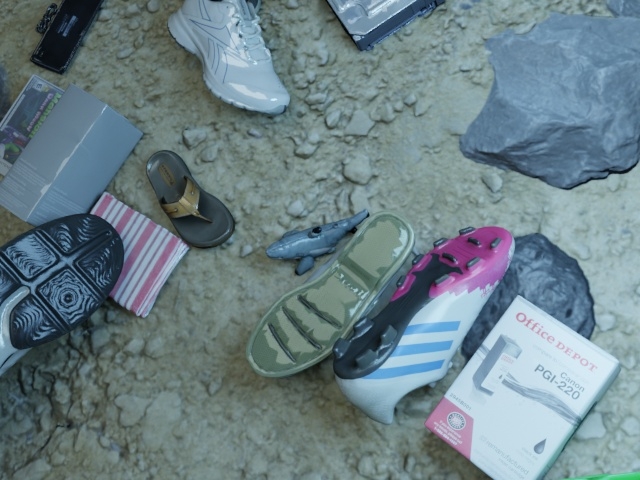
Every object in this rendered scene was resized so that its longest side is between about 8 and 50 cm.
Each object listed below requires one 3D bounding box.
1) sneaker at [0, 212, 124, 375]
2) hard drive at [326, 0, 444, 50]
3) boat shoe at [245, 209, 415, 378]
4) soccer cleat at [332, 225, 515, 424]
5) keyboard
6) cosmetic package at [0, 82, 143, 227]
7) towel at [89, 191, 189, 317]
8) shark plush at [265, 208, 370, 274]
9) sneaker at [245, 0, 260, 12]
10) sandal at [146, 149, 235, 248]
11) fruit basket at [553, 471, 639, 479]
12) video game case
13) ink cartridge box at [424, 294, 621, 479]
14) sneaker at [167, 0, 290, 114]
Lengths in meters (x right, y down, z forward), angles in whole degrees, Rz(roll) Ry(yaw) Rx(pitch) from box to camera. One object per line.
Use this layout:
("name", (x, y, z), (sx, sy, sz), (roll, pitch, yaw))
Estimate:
("sneaker", (-0.523, 0.125, 1.361), (0.447, 0.257, 0.169), (-46, 107, -25))
("hard drive", (0.077, -0.506, 1.420), (0.237, 0.064, 0.338), (-32, 72, 7))
("boat shoe", (0.024, 0.087, 1.238), (0.302, 0.103, 0.113), (-42, 78, 1))
("soccer cleat", (0.155, 0.115, 1.194), (0.331, 0.143, 0.116), (-40, 31, -18))
("keyboard", (-0.481, -0.404, 1.611), (0.108, 0.023, 0.180), (23, 81, 17))
("cosmetic package", (-0.424, -0.129, 1.445), (0.107, 0.127, 0.238), (29, 82, 25))
("towel", (-0.325, 0.022, 1.419), (0.197, 0.029, 0.144), (30, 87, 25))
("shark plush", (0.000, 0.000, 1.293), (0.161, 0.067, 0.073), (-13, 69, 14))
("sneaker", (-0.186, -0.480, 1.483), (0.083, 0.118, 0.222), (-34, 66, 5))
("sandal", (-0.223, -0.073, 1.395), (0.090, 0.060, 0.219), (-38, 65, 4))
("fruit basket", (0.238, 0.425, 0.973), (0.392, 0.392, 0.282), (-21, 60, 11))
("video game case", (-0.511, -0.190, 1.550), (0.173, 0.022, 0.190), (29, 84, 24))
("ink cartridge box", (0.266, 0.206, 1.126), (0.159, 0.092, 0.218), (35, 84, 24))
("sneaker", (-0.144, -0.320, 1.399), (0.297, 0.111, 0.129), (50, 124, 23))
